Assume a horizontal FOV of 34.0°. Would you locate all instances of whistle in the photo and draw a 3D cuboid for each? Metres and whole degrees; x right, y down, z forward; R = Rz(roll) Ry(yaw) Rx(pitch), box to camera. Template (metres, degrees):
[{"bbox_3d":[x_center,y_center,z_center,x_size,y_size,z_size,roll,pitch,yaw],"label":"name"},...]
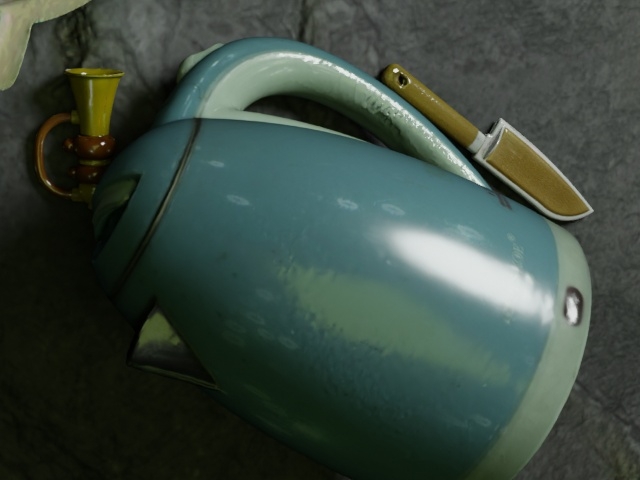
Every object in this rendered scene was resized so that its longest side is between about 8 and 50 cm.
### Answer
[{"bbox_3d":[-0.184,-0.078,0.801,0.057,0.046,0.109,-1,104,-36],"label":"whistle"}]

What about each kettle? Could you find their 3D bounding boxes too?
[{"bbox_3d":[0.000,0.000,0.806,0.342,0.247,0.320,26,56,-16],"label":"kettle"}]

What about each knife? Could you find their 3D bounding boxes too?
[{"bbox_3d":[0.158,-0.086,0.944,0.256,0.022,0.046,34,81,-23],"label":"knife"}]

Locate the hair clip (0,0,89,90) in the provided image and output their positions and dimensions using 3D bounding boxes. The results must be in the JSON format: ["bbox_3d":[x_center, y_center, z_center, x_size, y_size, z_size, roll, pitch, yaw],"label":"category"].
[{"bbox_3d":[-0.235,-0.188,0.747,0.218,0.071,0.159,-20,111,-17],"label":"hair clip"}]
